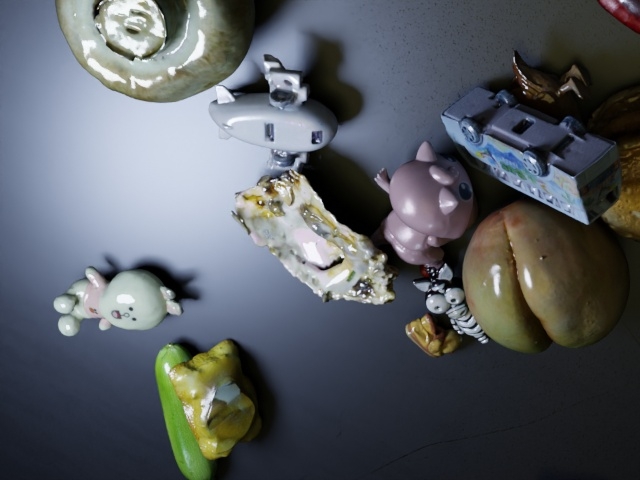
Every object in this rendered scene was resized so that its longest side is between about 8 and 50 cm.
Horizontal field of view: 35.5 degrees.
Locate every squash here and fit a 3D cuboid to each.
[{"bbox_3d":[-0.284,0.393,2.151,0.101,0.101,0.379,-3,113,16],"label":"squash"}]

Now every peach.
[{"bbox_3d":[0.388,0.060,1.748,0.292,0.247,0.292,19,127,28],"label":"peach"}]

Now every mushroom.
[{"bbox_3d":[-0.285,-0.398,1.714,0.352,0.260,0.352,7,119,13],"label":"mushroom"}]

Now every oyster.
[{"bbox_3d":[0.000,0.001,1.890,0.354,0.107,0.201,45,127,0],"label":"oyster"}]

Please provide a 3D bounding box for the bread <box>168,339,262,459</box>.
[{"bbox_3d":[-0.204,0.338,2.076,0.160,0.088,0.233,-26,112,-16],"label":"bread"}]

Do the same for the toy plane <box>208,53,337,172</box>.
[{"bbox_3d":[-0.087,-0.226,1.822,0.244,0.117,0.245,8,132,9],"label":"toy plane"}]

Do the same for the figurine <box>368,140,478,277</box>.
[{"bbox_3d":[0.193,-0.052,1.820,0.176,0.186,0.287,56,146,30],"label":"figurine"}]

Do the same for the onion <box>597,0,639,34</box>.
[{"bbox_3d":[0.533,-0.429,1.482,0.272,0.285,0.273,0,91,14],"label":"onion"}]

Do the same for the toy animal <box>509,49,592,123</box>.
[{"bbox_3d":[0.369,-0.238,1.713,0.188,0.089,0.179,41,132,-11],"label":"toy animal"}]

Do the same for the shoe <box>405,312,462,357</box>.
[{"bbox_3d":[0.221,0.187,1.939,0.109,0.072,0.069,42,122,-6],"label":"shoe"}]

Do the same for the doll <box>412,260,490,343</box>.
[{"bbox_3d":[0.262,0.122,1.881,0.091,0.067,0.219,-29,122,32],"label":"doll"}]

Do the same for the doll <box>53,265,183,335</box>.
[{"bbox_3d":[-0.414,0.120,2.065,0.274,0.113,0.155,-7,120,10],"label":"doll"}]

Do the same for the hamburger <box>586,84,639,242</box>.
[{"bbox_3d":[0.557,-0.130,1.665,0.244,0.163,0.245,3,117,6],"label":"hamburger"}]

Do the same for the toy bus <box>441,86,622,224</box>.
[{"bbox_3d":[0.344,-0.147,1.646,0.109,0.329,0.136,-38,129,-13],"label":"toy bus"}]
